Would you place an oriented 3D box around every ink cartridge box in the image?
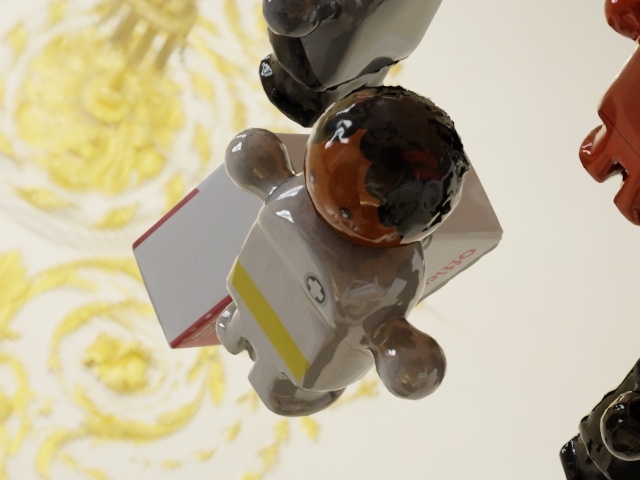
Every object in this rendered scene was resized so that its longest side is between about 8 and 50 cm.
[{"bbox_3d":[0.000,0.000,0.846,0.135,0.099,0.056,-1,-119,-47],"label":"ink cartridge box"}]

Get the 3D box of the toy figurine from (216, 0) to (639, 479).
[{"bbox_3d":[0.076,-0.032,0.637,0.209,0.148,0.213,19,-128,-9],"label":"toy figurine"}]
